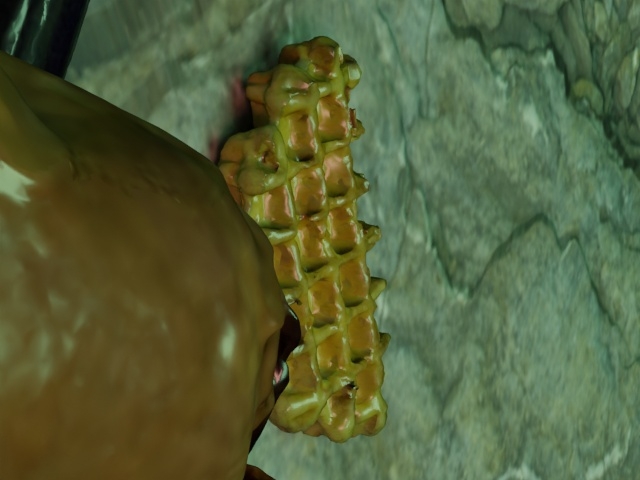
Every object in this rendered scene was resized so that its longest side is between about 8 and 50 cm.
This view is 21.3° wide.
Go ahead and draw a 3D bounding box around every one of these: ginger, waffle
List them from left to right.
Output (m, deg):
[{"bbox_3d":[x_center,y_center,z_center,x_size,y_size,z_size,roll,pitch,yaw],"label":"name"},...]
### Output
[{"bbox_3d":[-0.161,0.029,0.366,0.223,0.269,0.200,-54,165,-53],"label":"ginger"},{"bbox_3d":[0.000,0.000,0.839,0.161,0.046,0.192,31,66,-54],"label":"waffle"}]

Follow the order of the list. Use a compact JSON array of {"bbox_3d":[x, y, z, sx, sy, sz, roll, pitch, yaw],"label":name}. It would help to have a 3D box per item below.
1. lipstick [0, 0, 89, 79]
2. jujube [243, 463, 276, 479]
[{"bbox_3d":[-0.134,-0.018,0.581,0.081,0.081,0.299,36,63,-54],"label":"lipstick"},{"bbox_3d":[-0.056,0.180,0.714,0.112,0.109,0.176,-2,105,-23],"label":"jujube"}]
